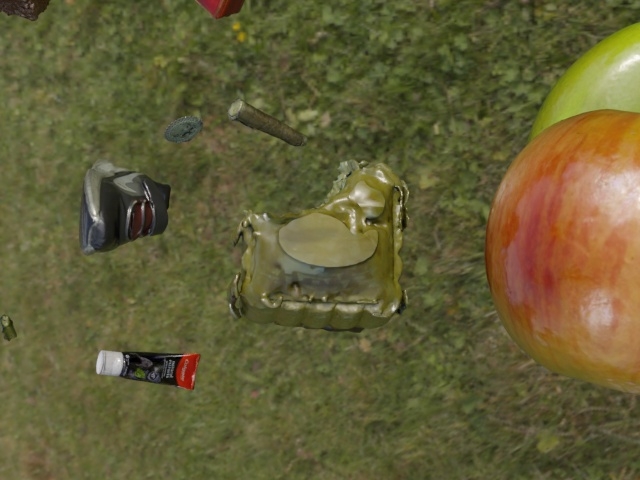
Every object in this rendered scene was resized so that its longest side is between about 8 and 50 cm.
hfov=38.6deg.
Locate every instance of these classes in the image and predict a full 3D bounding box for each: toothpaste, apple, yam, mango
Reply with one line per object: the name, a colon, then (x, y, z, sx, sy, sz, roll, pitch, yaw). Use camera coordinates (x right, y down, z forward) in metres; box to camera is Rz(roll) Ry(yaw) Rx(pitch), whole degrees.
toothpaste: (-0.317, 0.234, 1.704, 0.045, 0.193, 0.071, 13, 91, 61)
apple: (0.280, 0.011, 0.808, 0.286, 0.286, 0.233, 14, 94, 44)
yam: (-0.070, -0.153, 1.244, 0.027, 0.129, 0.033, 3, 74, 47)
mango: (0.326, -0.116, 1.026, 0.149, 0.185, 0.273, -112, 27, -60)

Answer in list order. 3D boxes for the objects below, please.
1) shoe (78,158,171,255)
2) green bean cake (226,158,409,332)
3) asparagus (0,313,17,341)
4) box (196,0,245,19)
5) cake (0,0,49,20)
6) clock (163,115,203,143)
shoe: (-0.244, -0.043, 1.157, 0.227, 0.112, 0.099, -120, 39, -70)
green bean cake: (0.000, 0.000, 1.555, 0.202, 0.310, 0.285, 122, 149, -73)
asparagus: (-0.587, 0.164, 1.715, 0.021, 0.025, 0.108, 55, 156, 16)
box: (-0.268, -0.653, 1.957, 0.313, 0.089, 0.197, 45, 133, 11)
cake: (-0.469, -0.430, 1.367, 0.135, 0.134, 0.147, 14, 146, 7)
clock: (-0.263, -0.212, 1.748, 0.074, 0.083, 0.010, -41, 66, 23)
